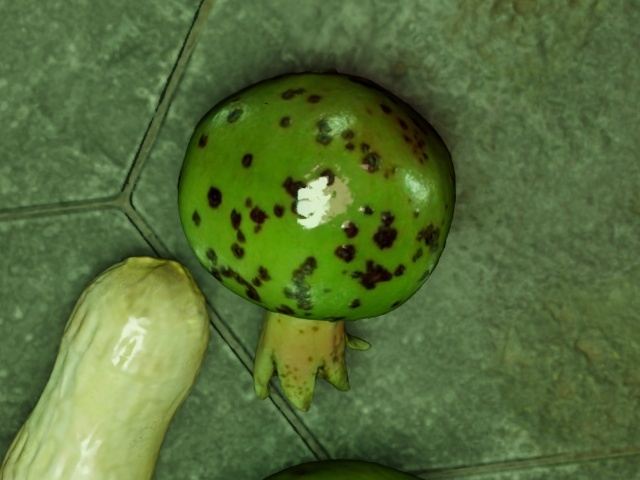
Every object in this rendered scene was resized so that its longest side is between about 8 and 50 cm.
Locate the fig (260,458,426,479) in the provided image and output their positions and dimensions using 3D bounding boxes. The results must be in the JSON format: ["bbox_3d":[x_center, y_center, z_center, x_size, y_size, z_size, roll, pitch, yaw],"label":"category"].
[{"bbox_3d":[-0.002,0.349,1.424,0.316,0.316,0.316,0,101,-2],"label":"fig"}]

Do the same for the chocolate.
[{"bbox_3d":[-0.193,0.155,1.443,0.134,0.134,0.309,21,98,-6],"label":"chocolate"}]

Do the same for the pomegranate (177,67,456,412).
[{"bbox_3d":[0.013,-0.004,1.377,0.230,0.231,0.286,-20,112,2],"label":"pomegranate"}]
